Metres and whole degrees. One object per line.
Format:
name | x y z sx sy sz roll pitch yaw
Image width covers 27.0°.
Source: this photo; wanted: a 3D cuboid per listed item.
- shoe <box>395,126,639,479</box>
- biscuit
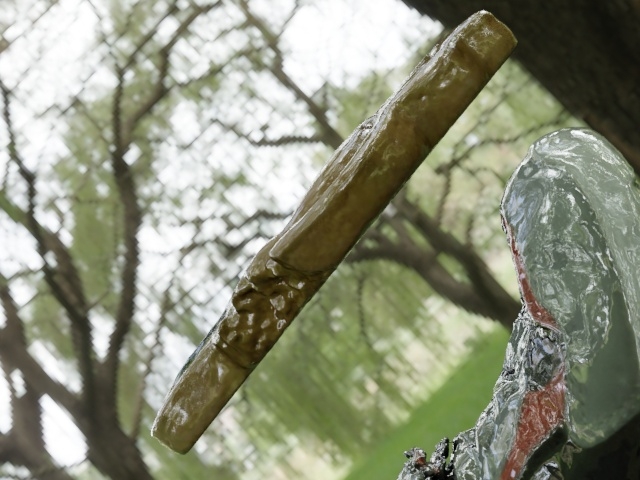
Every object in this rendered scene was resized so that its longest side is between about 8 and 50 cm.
shoe | 0.058 0.083 0.403 0.125 0.228 0.099 -7 1 10
biscuit | -0.001 -0.001 0.776 0.320 0.047 0.183 -53 -5 24
